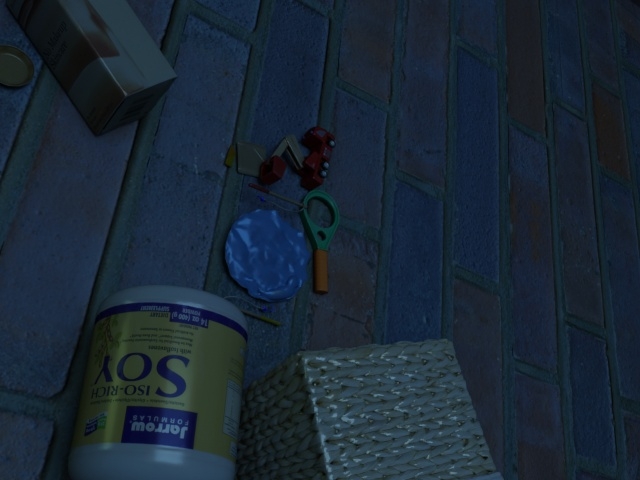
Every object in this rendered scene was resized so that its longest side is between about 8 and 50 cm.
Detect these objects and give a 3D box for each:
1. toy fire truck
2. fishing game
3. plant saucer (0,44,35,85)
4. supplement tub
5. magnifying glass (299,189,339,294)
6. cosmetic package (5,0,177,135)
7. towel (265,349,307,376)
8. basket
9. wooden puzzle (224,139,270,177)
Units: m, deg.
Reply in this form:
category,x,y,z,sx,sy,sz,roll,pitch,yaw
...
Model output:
category,x,y,z,sx,sy,sz,roll,pitch,yaw
toy fire truck,-0.045,-0.177,1.584,0.135,0.047,0.192,34,53,-28
fishing game,-0.103,0.029,1.463,0.189,0.041,0.264,19,67,-27
plant saucer,-0.544,-0.302,1.315,0.083,0.015,0.083,16,60,-30
supplement tub,-0.238,0.257,1.123,0.241,0.241,0.331,19,59,-28
magnifying glass,0.000,0.000,1.559,0.092,0.026,0.230,15,62,-30
cosmetic package,-0.412,-0.360,1.350,0.129,0.153,0.296,-35,90,-42
towel,-0.064,0.339,1.349,0.275,0.031,0.198,-32,88,-41
basket,0.042,0.334,1.199,0.331,0.328,0.266,-1,65,-35
wooden puzzle,-0.142,-0.166,1.543,0.116,0.014,0.078,18,64,-29
